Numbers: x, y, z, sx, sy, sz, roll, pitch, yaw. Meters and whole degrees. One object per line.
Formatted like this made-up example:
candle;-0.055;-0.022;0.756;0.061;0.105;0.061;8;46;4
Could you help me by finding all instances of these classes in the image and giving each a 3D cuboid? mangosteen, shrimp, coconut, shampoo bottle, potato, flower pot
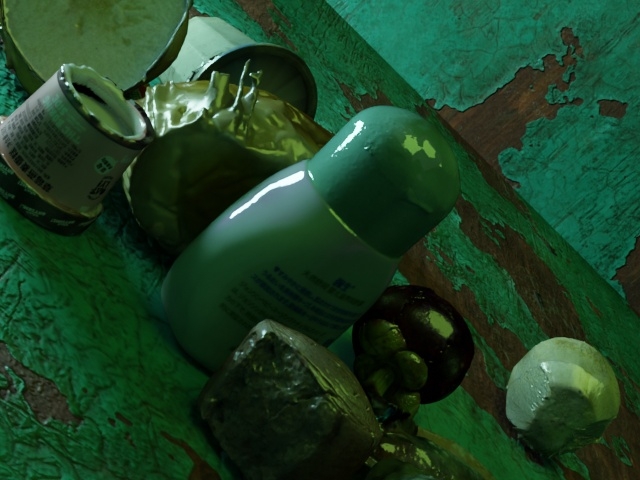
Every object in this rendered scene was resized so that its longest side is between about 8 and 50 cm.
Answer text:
mangosteen;0.113;0.146;1.632;0.166;0.166;0.180;46;42;-1
shrimp;0.114;0.260;1.464;0.446;0.110;0.221;37;14;-38
coconut;0.392;0.247;2.002;0.194;0.194;0.194;41;18;-17
shampoo bottle;0.000;0.000;1.340;0.222;0.349;0.151;31;24;-39
potato;-0.294;-0.287;1.558;0.196;0.247;0.299;126;-46;-71
flower pot;-0.142;-0.218;1.802;0.212;0.212;0.202;31;8;-40

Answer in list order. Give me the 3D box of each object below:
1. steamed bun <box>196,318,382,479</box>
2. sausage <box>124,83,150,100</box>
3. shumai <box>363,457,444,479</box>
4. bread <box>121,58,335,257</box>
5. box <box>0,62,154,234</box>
steamed bun;-0.031;0.174;1.232;0.175;0.145;0.106;44;18;8
sausage;-0.256;-0.185;1.620;0.083;0.083;0.264;33;21;-38
shumai;0.060;0.273;1.141;0.203;0.222;0.271;55;-12;37
bread;-0.077;-0.052;1.496;0.389;0.236;0.183;40;23;-36
box;-0.265;-0.105;1.317;0.151;0.135;0.151;41;17;-15
